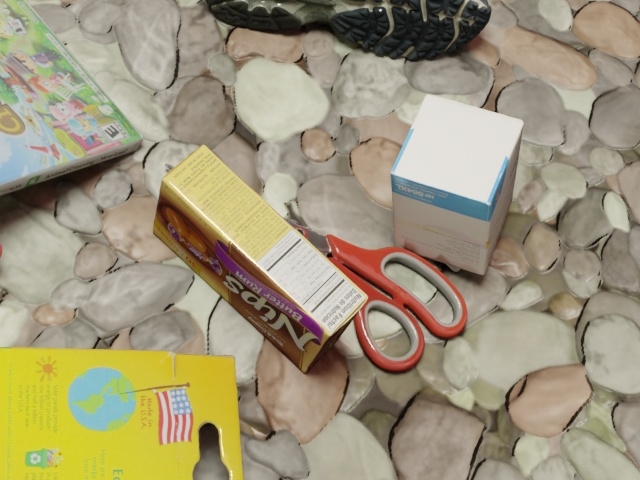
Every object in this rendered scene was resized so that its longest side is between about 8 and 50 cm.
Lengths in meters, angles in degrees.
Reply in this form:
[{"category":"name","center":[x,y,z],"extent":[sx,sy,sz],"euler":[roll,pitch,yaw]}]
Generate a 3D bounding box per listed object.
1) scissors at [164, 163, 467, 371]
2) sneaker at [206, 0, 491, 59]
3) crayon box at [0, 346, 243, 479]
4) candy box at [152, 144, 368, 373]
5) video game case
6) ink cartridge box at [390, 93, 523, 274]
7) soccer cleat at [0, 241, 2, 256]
[{"category":"scissors","center":[0.000,0.000,0.989],"extent":[0.297,0.021,0.109],"euler":[41,66,8]},{"category":"sneaker","center":[0.033,-0.267,1.064],"extent":[0.283,0.110,0.122],"euler":[11,61,-9]},{"category":"crayon box","center":[-0.216,0.185,0.802],"extent":[0.318,0.081,0.202],"euler":[4,65,-21]},{"category":"candy box","center":[-0.054,0.018,0.915],"extent":[0.186,0.109,0.053],"euler":[44,65,7]},{"category":"video game case","center":[-0.281,-0.137,0.929],"extent":[0.212,0.023,0.193],"euler":[49,37,10]},{"category":"ink cartridge box","center":[0.120,-0.042,0.973],"extent":[0.089,0.143,0.092],"euler":[18,62,15]},{"category":"soccer cleat","center":[-0.362,0.048,0.842],"extent":[0.095,0.083,0.248],"euler":[35,58,19]}]
